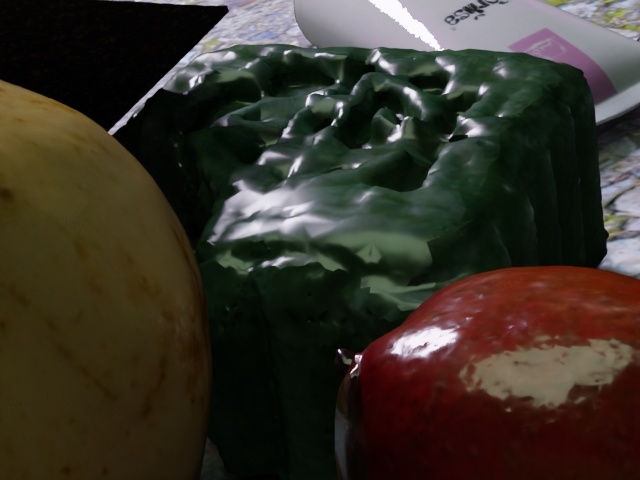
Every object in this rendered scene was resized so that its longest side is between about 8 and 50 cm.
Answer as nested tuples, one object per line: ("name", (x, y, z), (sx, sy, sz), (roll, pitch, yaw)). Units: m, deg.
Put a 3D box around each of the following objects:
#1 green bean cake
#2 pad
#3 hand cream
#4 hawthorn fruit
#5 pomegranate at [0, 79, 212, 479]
("green bean cake", (0.000, 0.000, 0.913), (0.300, 0.169, 0.308), (3, 31, 23))
("pad", (-0.216, -0.070, 0.836), (0.220, 0.004, 0.330), (-39, -17, 31))
("hand cream", (0.120, -0.169, 1.271), (0.185, 0.118, 0.358), (-27, 38, -29))
("hawthorn fruit", (0.096, 0.095, 0.676), (0.202, 0.185, 0.185), (21, 36, 14))
("pomegranate", (-0.221, 0.060, 0.686), (0.342, 0.342, 0.342), (-8, 27, 4))
